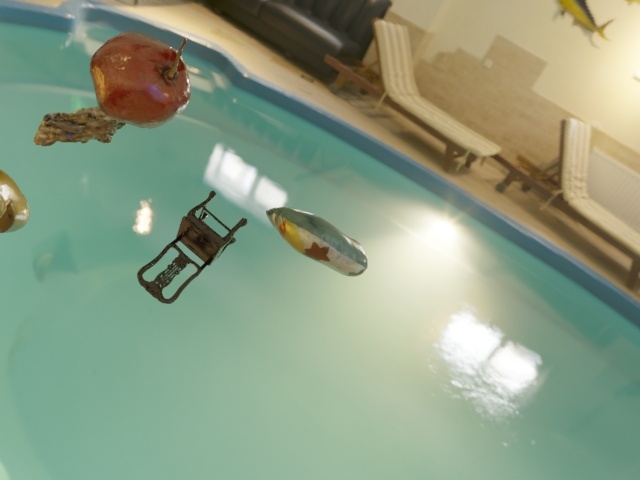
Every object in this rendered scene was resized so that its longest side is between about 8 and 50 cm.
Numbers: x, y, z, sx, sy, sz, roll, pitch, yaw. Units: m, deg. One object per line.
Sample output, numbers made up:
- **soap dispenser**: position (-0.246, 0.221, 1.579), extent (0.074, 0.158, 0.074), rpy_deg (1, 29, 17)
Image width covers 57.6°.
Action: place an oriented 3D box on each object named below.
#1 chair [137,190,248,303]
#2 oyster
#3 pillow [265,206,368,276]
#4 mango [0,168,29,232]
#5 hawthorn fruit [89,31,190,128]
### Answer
- **chair**: position (-0.275, 0.018, 1.239), extent (0.106, 0.113, 0.229), rpy_deg (40, 56, 0)
- **oyster**: position (-0.616, -0.302, 1.541), extent (0.214, 0.223, 0.083), rpy_deg (-15, 93, -54)
- **pillow**: position (0.000, 0.000, 1.252), extent (0.233, 0.086, 0.214), rpy_deg (28, 2, -43)
- **mango**: position (-0.756, -0.089, 1.315), extent (0.262, 0.130, 0.167), rpy_deg (29, 47, -83)
- **hawthorn fruit**: position (-0.279, -0.265, 0.967), extent (0.204, 0.162, 0.163), rpy_deg (9, 14, 35)
